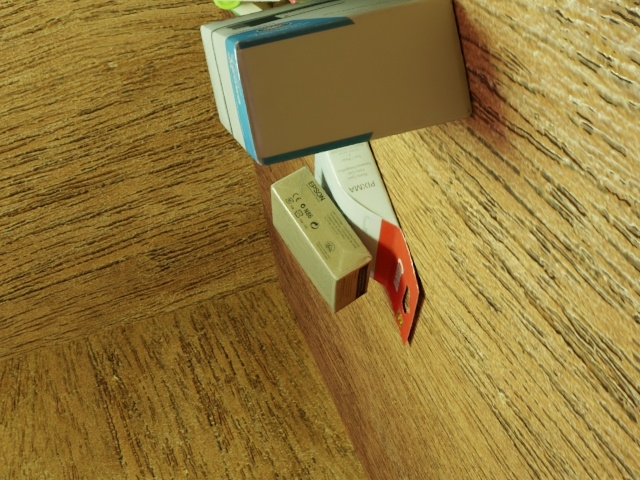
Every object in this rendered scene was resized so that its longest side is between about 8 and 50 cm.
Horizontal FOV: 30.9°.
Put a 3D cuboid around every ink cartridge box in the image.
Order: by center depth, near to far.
[{"bbox_3d":[0.003,-0.242,1.611,0.395,0.286,0.166,-133,30,-72],"label":"ink cartridge box"},{"bbox_3d":[0.081,-0.008,2.232,0.308,0.091,0.385,93,161,-66],"label":"ink cartridge box"},{"bbox_3d":[0.000,0.000,2.253,0.234,0.088,0.193,55,168,17],"label":"ink cartridge box"}]

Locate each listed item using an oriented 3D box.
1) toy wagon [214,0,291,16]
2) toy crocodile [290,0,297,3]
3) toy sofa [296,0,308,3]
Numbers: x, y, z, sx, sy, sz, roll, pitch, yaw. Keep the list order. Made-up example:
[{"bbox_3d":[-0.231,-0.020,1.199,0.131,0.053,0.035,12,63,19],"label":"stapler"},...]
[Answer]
[{"bbox_3d":[-0.164,-0.538,2.227,0.344,0.068,0.267,29,-137,-34],"label":"toy wagon"},{"bbox_3d":[-0.005,-0.390,2.033,0.115,0.105,0.340,120,134,-79],"label":"toy crocodile"},{"bbox_3d":[-0.078,-0.522,1.590,0.177,0.150,0.362,3,-122,-63],"label":"toy sofa"}]
